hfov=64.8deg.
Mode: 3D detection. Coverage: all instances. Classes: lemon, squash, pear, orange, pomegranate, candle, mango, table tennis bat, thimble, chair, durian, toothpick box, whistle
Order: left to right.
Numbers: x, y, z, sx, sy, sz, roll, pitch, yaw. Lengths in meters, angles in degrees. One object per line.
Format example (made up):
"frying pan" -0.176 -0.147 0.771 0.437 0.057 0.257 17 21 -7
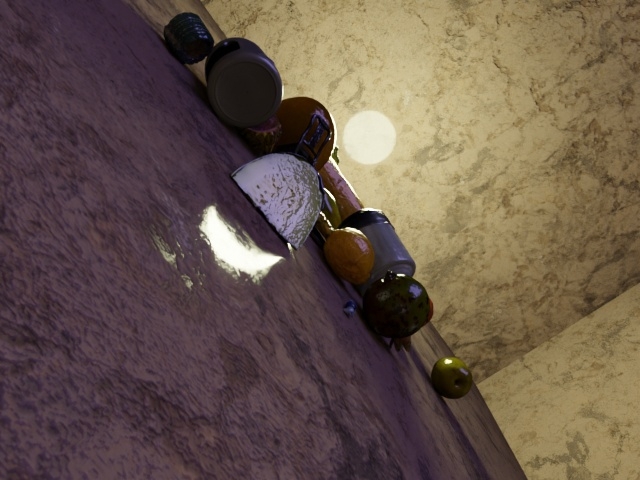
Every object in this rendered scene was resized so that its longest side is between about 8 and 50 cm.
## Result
"thimble" -0.369 -0.568 1.420 0.090 0.118 0.135 54 6 5
"toothpick box" -0.228 -0.477 1.498 0.229 0.229 0.316 49 10 -33
"durian" -0.186 -0.353 1.565 0.183 0.132 0.165 60 17 21
"squash" -0.079 -0.128 1.207 0.237 0.155 0.204 53 7 -20
"orange" -0.075 -0.360 1.753 0.274 0.274 0.274 53 8 -11
"chair" -0.064 -0.284 1.597 0.106 0.113 0.229 48 53 -39
"table tennis bat" 0.000 0.000 1.582 0.220 0.019 0.130 54 7 3
"mango" 0.026 -0.114 1.917 0.191 0.085 0.122 62 11 0
"whistle" 0.076 0.173 1.300 0.033 0.029 0.083 38 17 -3
"lemon" 0.089 0.046 1.482 0.187 0.142 0.142 59 8 -3
"candle" 0.196 0.067 1.725 0.221 0.221 0.343 42 16 -56
"pomegranate" 0.215 0.208 1.481 0.246 0.198 0.198 98 -28 -45
"pear" 0.481 0.506 1.858 0.149 0.148 0.162 54 -10 -6

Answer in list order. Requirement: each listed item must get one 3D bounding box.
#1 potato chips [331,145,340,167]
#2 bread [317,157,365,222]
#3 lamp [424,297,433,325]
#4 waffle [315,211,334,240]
"potato chips" -0.087 -0.488 2.423 0.389 0.097 0.373 23 -16 38
"bread" 0.042 -0.235 2.239 0.376 0.165 0.236 55 7 -7
"lamp" 0.360 0.275 2.049 0.187 0.164 0.188 29 33 -21
"waffle" -0.003 -0.068 1.627 0.254 0.052 0.245 53 2 -18
